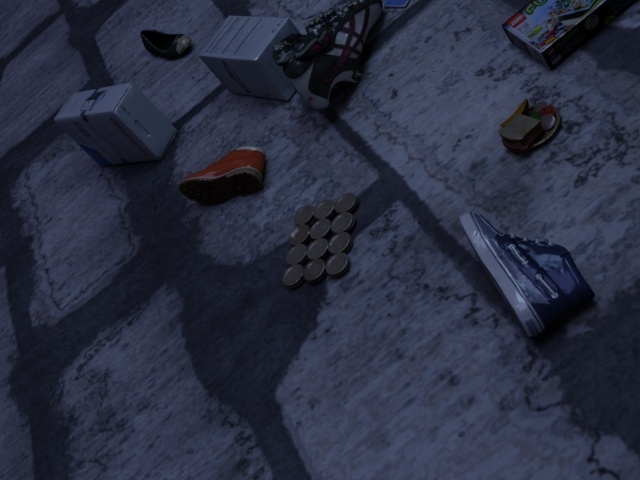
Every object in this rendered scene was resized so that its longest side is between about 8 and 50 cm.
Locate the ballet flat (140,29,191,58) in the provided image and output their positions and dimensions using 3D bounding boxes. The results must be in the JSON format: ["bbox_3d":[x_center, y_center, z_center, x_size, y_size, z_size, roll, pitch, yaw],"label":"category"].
[{"bbox_3d":[-0.337,-0.427,1.936,0.173,0.049,0.057,15,66,47],"label":"ballet flat"}]

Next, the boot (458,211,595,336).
[{"bbox_3d":[0.232,0.021,1.026,0.086,0.069,0.190,-30,48,5],"label":"boot"}]

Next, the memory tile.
[{"bbox_3d":[0.000,0.000,1.281,0.113,0.012,0.148,-16,46,30],"label":"memory tile"}]

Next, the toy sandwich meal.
[{"bbox_3d":[0.271,-0.152,1.172,0.085,0.029,0.086,-23,43,23],"label":"toy sandwich meal"}]

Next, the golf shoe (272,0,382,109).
[{"bbox_3d":[0.026,-0.319,1.491,0.105,0.120,0.273,-8,27,44],"label":"golf shoe"}]

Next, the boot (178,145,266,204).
[{"bbox_3d":[-0.160,-0.111,1.492,0.157,0.059,0.085,-10,46,24],"label":"boot"}]

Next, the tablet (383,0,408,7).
[{"bbox_3d":[0.149,-0.436,1.558,0.054,0.006,0.083,17,68,47],"label":"tablet"}]

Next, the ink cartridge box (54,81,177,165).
[{"bbox_3d":[-0.393,-0.219,1.721,0.190,0.140,0.082,-1,52,39],"label":"ink cartridge box"}]

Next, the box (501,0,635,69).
[{"bbox_3d":[0.367,-0.336,1.253,0.207,0.036,0.114,-39,38,5],"label":"box"}]

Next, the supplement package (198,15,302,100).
[{"bbox_3d":[-0.112,-0.328,1.606,0.179,0.105,0.105,17,68,48],"label":"supplement package"}]
